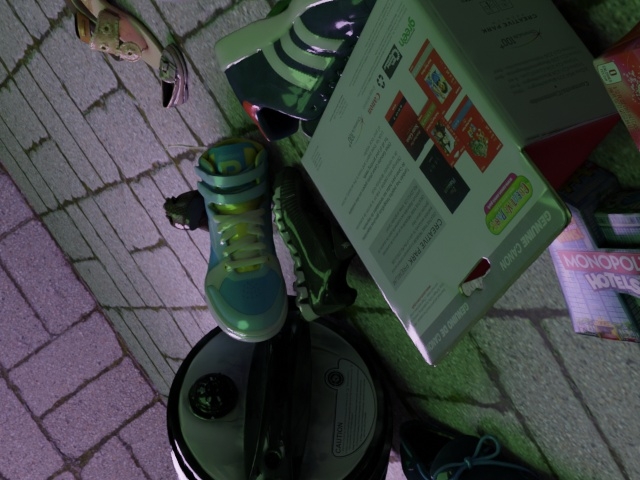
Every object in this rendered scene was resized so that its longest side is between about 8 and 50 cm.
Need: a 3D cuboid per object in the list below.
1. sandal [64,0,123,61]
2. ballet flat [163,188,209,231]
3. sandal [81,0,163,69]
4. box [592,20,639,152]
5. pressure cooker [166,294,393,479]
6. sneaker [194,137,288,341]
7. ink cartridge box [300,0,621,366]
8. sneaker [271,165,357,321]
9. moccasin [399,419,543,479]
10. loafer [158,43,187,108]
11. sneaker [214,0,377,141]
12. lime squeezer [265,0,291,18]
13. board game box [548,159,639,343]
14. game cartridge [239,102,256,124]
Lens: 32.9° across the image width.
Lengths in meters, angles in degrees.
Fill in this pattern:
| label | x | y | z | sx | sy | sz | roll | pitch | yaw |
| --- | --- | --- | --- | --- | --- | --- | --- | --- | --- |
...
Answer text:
| label | x | y | z | sx | sy | sz | roll | pitch | yaw |
| --- | --- | --- | --- | --- | --- | --- | --- | --- | --- |
| sandal | -0.404 | -0.371 | 1.854 | 0.180 | 0.049 | 0.072 | 48 | 163 | -12 |
| ballet flat | -0.204 | -0.052 | 1.780 | 0.058 | 0.084 | 0.250 | 13 | -173 | 9 |
| sandal | -0.351 | -0.341 | 1.767 | 0.240 | 0.079 | 0.088 | 47 | 157 | 16 |
| box | 0.329 | -0.061 | 0.780 | 0.256 | 0.123 | 0.128 | 59 | 156 | -13 |
| pressure cooker | -0.074 | 0.322 | 1.805 | 0.370 | 0.376 | 0.420 | 48 | 158 | 22 |
| sneaker | -0.123 | -0.021 | 1.600 | 0.208 | 0.127 | 0.319 | 87 | 171 | -47 |
| ink cartridge box | 0.134 | -0.070 | 1.020 | 0.271 | 0.130 | 0.309 | 60 | 151 | 18 |
| sneaker | 0.000 | 0.000 | 1.589 | 0.106 | 0.078 | 0.234 | -9 | 98 | 26 |
| moccasin | 0.204 | 0.353 | 1.617 | 0.342 | 0.138 | 0.116 | 3 | 122 | 61 |
| loafer | -0.237 | -0.255 | 1.719 | 0.045 | 0.039 | 0.125 | 43 | 156 | 25 |
| sneaker | 0.024 | -0.192 | 1.128 | 0.350 | 0.131 | 0.148 | -15 | 99 | 58 |
| lime squeezer | -0.020 | -0.242 | 1.294 | 0.110 | 0.059 | 0.310 | 53 | 157 | 3 |
| board game box | 0.288 | 0.006 | 1.043 | 0.194 | 0.060 | 0.194 | 59 | 157 | -16 |
| game cartridge | -0.090 | -0.189 | 1.561 | 0.083 | 0.017 | 0.056 | 31 | 145 | 42 |
